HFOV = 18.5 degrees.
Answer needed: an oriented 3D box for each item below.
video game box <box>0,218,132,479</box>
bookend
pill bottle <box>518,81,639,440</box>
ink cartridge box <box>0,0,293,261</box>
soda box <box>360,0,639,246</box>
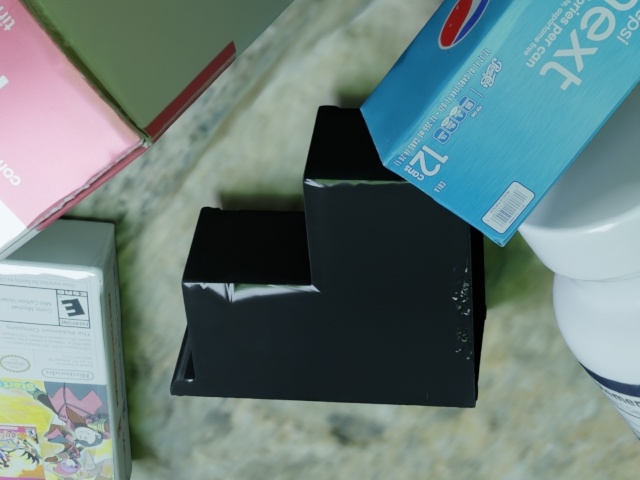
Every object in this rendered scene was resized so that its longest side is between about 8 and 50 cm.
[{"bbox_3d":[-0.208,0.065,1.066,0.205,0.048,0.187,5,128,4],"label":"video game box"},{"bbox_3d":[0.000,0.000,0.962,0.157,0.072,0.156,1,129,9],"label":"bookend"},{"bbox_3d":[0.202,0.039,0.912,0.153,0.153,0.264,-24,123,26],"label":"pill bottle"},{"bbox_3d":[-0.171,-0.043,0.838,0.283,0.207,0.117,-34,101,26],"label":"ink cartridge box"},{"bbox_3d":[0.109,-0.106,0.811,0.067,0.071,0.210,34,105,-20],"label":"soda box"}]
